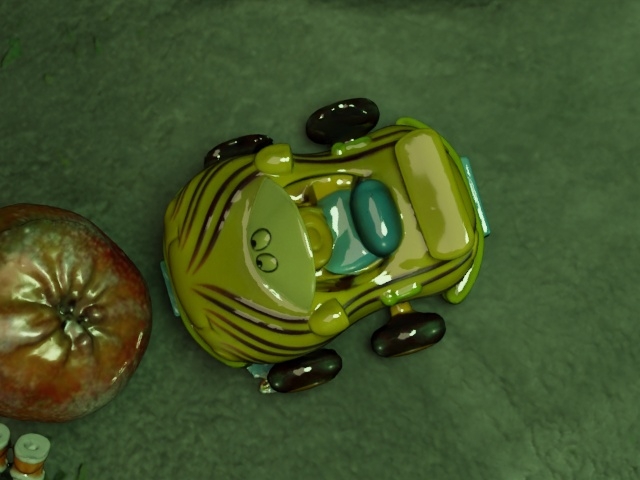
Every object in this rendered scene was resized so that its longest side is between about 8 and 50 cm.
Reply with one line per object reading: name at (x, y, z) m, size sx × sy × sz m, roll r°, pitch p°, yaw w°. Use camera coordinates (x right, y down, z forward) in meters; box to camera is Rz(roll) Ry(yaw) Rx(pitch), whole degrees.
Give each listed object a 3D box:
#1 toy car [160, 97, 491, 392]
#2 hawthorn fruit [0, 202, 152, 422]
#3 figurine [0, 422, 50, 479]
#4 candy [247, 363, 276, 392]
toy car at (0.000, 0.000, 1.162) m, size 0.248 × 0.142 × 0.200 m, roll -21°, pitch 83°, yaw 3°
hawthorn fruit at (-0.219, 0.057, 1.207) m, size 0.173 × 0.173 × 0.172 m, roll 0°, pitch 88°, yaw 13°
figurine at (-0.262, 0.264, 1.234) m, size 0.143 × 0.143 × 0.271 m, roll 24°, pitch 128°, yaw 12°
candy at (-0.054, 0.080, 1.239) m, size 0.030 × 0.020 × 0.083 m, roll -17°, pitch 86°, yaw 12°
